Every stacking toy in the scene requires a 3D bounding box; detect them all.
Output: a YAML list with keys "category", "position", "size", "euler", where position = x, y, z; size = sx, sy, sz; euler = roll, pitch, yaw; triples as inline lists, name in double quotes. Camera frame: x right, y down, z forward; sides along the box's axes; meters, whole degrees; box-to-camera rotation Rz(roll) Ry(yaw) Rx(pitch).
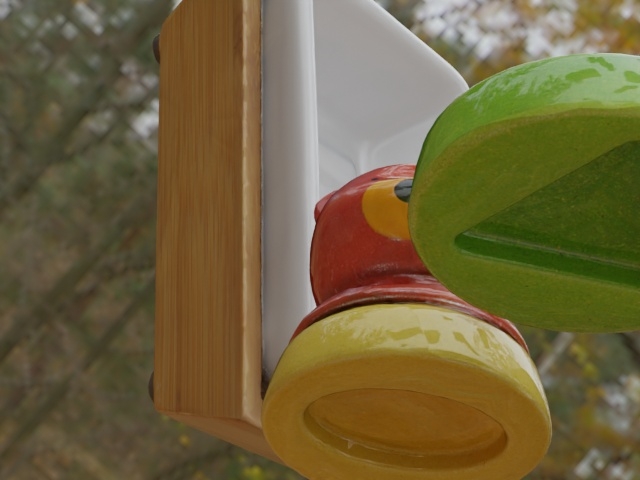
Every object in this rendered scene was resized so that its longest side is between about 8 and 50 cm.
- category: "stacking toy"
  position: [0.146, 0.000, 0.753]
  size: [0.309, 0.130, 0.279]
  euler: [10, -37, -6]

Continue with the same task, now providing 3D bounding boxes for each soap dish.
- category: "soap dish"
  position: [0.000, 0.000, 1.093]
  size: [0.118, 0.291, 0.229]
  euler: [-14, -26, 30]
